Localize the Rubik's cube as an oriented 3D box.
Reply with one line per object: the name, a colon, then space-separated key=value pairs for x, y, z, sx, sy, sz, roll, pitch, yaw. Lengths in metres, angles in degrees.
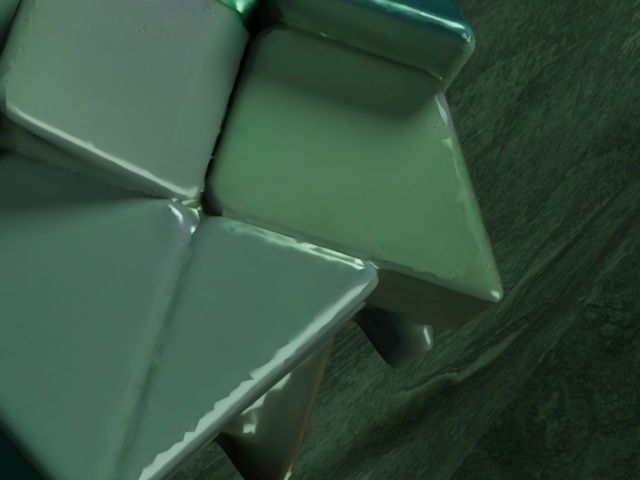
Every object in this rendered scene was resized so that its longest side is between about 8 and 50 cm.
Rubik's cube: x=-0.107 y=-0.045 z=0.684 sx=0.368 sy=0.387 sz=0.358 roll=-39 pitch=177 yaw=-16

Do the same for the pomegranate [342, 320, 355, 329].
pomegranate: x=0.000 y=0.000 z=1.329 sx=0.196 sy=0.196 sz=0.196 roll=-38 pitch=154 yaw=-22
